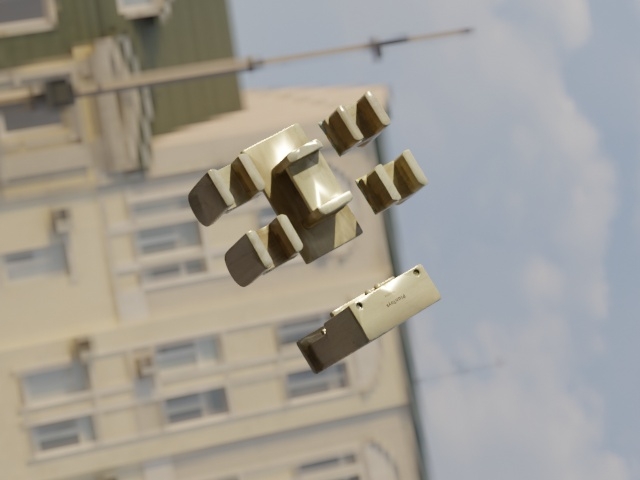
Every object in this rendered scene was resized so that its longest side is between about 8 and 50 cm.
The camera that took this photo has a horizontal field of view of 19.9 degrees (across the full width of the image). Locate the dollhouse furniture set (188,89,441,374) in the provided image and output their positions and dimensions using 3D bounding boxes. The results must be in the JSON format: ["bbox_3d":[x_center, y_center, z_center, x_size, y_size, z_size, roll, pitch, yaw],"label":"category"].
[{"bbox_3d":[0.000,0.000,1.944,0.242,0.212,0.161,59,-25,4],"label":"dollhouse furniture set"}]
